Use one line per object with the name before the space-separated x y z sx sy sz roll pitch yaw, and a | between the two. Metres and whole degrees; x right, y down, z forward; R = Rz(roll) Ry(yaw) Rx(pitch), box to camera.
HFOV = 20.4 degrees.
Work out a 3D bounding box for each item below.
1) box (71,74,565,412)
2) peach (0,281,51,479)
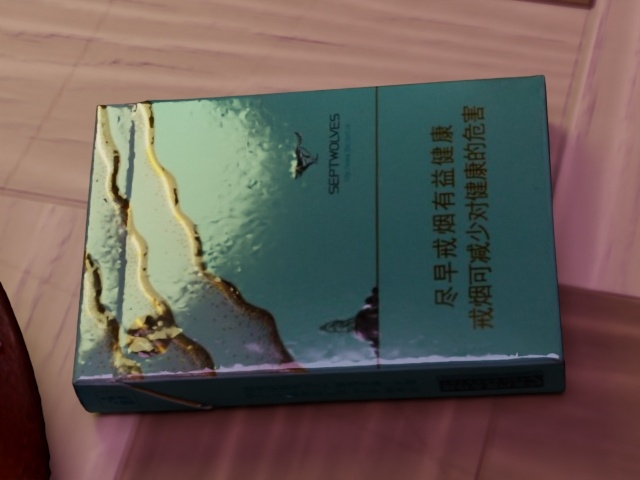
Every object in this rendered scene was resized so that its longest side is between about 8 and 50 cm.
box | -0.001 0.000 0.864 0.229 0.041 0.162 -4 59 6
peach | -0.281 0.049 0.787 0.362 0.201 0.257 28 67 22
